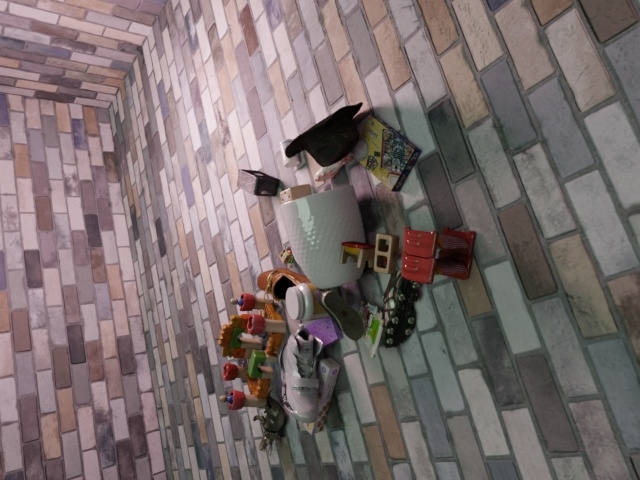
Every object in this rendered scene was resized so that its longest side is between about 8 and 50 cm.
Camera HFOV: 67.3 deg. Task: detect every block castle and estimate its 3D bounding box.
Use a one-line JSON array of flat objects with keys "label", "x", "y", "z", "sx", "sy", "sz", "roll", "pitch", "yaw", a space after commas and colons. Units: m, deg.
[{"label": "block castle", "x": -0.327, "y": 0.483, "z": 2.129, "sx": 0.303, "sy": 0.213, "sz": 0.453, "roll": -132, "pitch": 55, "yaw": -63}]

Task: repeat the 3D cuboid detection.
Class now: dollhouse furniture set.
[{"label": "dollhouse furniture set", "x": 0.262, "y": 0.024, "z": 1.511, "sx": 0.374, "sy": 0.201, "sz": 0.152, "roll": 11, "pitch": 99, "yaw": 47}]

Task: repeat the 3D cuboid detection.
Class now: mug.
[{"label": "mug", "x": 0.000, "y": 0.000, "z": 1.773, "sx": 0.374, "sy": 0.276, "sz": 0.327, "roll": -11, "pitch": 95, "yaw": 55}]

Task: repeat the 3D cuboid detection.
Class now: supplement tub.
[{"label": "supplement tub", "x": -0.017, "y": 0.228, "z": 1.829, "sx": 0.144, "sy": 0.200, "sz": 0.144, "roll": 18, "pitch": 110, "yaw": 62}, {"label": "supplement tub", "x": -0.134, "y": -0.374, "z": 2.059, "sx": 0.071, "sy": 0.071, "sz": 0.107, "roll": -28, "pitch": 71, "yaw": 46}]

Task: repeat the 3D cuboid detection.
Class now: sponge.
[{"label": "sponge", "x": 0.002, "y": 0.379, "z": 1.960, "sx": 0.210, "sy": 0.031, "sz": 0.117, "roll": -41, "pitch": 60, "yaw": 43}]

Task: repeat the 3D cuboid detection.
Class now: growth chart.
[{"label": "growth chart", "x": 0.172, "y": 0.305, "z": 1.703, "sx": 0.237, "sy": 0.021, "sz": 0.171, "roll": -137, "pitch": 55, "yaw": -72}]

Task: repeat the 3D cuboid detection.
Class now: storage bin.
[{"label": "storage bin", "x": -0.290, "y": -0.265, "z": 2.203, "sx": 0.180, "sy": 0.122, "sz": 0.084, "roll": 27, "pitch": 111, "yaw": 45}]

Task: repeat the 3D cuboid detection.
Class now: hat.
[{"label": "hat", "x": 0.042, "y": -0.350, "z": 1.720, "sx": 0.331, "sy": 0.331, "sz": 0.134, "roll": -31, "pitch": 92, "yaw": 45}]

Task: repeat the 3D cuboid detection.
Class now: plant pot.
[{"label": "plant pot", "x": -0.107, "y": -0.173, "z": 2.015, "sx": 0.109, "sy": 0.096, "sz": 0.109, "roll": -19, "pitch": 78, "yaw": 48}]

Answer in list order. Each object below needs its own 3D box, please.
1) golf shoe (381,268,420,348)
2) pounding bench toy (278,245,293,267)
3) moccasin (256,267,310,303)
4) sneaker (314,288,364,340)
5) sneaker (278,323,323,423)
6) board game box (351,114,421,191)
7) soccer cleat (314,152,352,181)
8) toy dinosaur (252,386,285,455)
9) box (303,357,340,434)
[{"label": "golf shoe", "x": 0.260, "y": 0.230, "z": 1.628, "sx": 0.120, "sy": 0.105, "sz": 0.272, "roll": -139, "pitch": 59, "yaw": -64}, {"label": "pounding bench toy", "x": -0.132, "y": 0.071, "z": 2.086, "sx": 0.083, "sy": 0.052, "sz": 0.065, "roll": 57, "pitch": 130, "yaw": 31}, {"label": "moccasin", "x": -0.160, "y": 0.202, "z": 2.051, "sx": 0.380, "sy": 0.147, "sz": 0.139, "roll": 17, "pitch": 104, "yaw": 48}, {"label": "sneaker", "x": 0.069, "y": 0.257, "z": 1.723, "sx": 0.222, "sy": 0.083, "sz": 0.118, "roll": 55, "pitch": 167, "yaw": -16}, {"label": "sneaker", "x": -0.068, "y": 0.504, "z": 1.866, "sx": 0.365, "sy": 0.138, "sz": 0.210, "roll": -110, "pitch": 33, "yaw": -48}, {"label": "board game box", "x": 0.223, "y": -0.304, "z": 1.671, "sx": 0.243, "sy": 0.042, "sz": 0.165, "roll": 50, "pitch": 126, "yaw": 36}, {"label": "soccer cleat", "x": 0.046, "y": -0.298, "z": 1.864, "sx": 0.196, "sy": 0.068, "sz": 0.076, "roll": -37, "pitch": 59, "yaw": 36}, {"label": "toy dinosaur", "x": -0.212, "y": 0.797, "z": 2.184, "sx": 0.160, "sy": 0.121, "sz": 0.313, "roll": 29, "pitch": 108, "yaw": 32}, {"label": "box", "x": 0.003, "y": 0.631, "z": 1.944, "sx": 0.067, "sy": 0.063, "sz": 0.323, "roll": 32, "pitch": 115, "yaw": 43}]
